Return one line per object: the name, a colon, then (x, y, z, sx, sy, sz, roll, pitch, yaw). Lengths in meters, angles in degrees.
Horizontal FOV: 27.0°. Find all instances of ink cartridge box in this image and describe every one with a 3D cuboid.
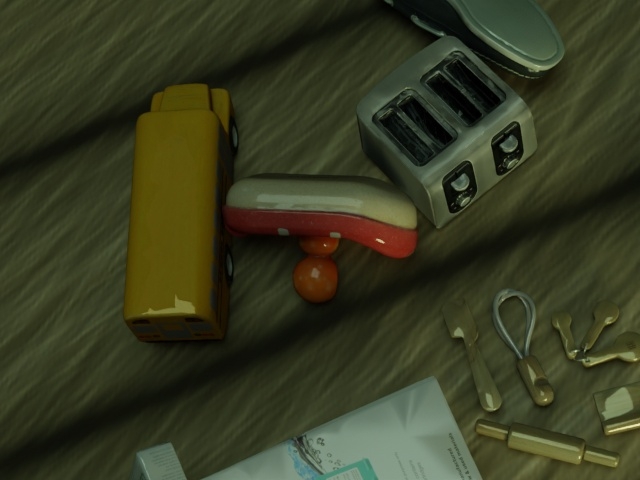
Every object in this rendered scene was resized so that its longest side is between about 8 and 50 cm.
ink cartridge box: (0.042, 0.305, 1.395, 0.270, 0.198, 0.197, -24, 66, 0)
ink cartridge box: (-0.149, 0.354, 1.394, 0.045, 0.223, 0.224, -14, 63, -23)

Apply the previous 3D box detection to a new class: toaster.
toaster: (0.147, -0.139, 1.618, 0.168, 0.110, 0.186, -38, 66, -9)

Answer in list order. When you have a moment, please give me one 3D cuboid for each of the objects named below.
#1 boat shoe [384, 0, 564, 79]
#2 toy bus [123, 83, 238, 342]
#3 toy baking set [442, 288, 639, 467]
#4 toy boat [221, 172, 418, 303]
boat shoe: (0.180, -0.291, 1.693, 0.114, 0.091, 0.302, -26, 60, -33)
toy bus: (-0.168, -0.042, 1.615, 0.108, 0.130, 0.333, -3, 67, 8)
toy baking set: (0.256, 0.152, 1.522, 0.256, 0.030, 0.197, 8, 66, 12)
toy boat: (0.000, 0.000, 1.584, 0.231, 0.151, 0.151, 3, 98, 11)
